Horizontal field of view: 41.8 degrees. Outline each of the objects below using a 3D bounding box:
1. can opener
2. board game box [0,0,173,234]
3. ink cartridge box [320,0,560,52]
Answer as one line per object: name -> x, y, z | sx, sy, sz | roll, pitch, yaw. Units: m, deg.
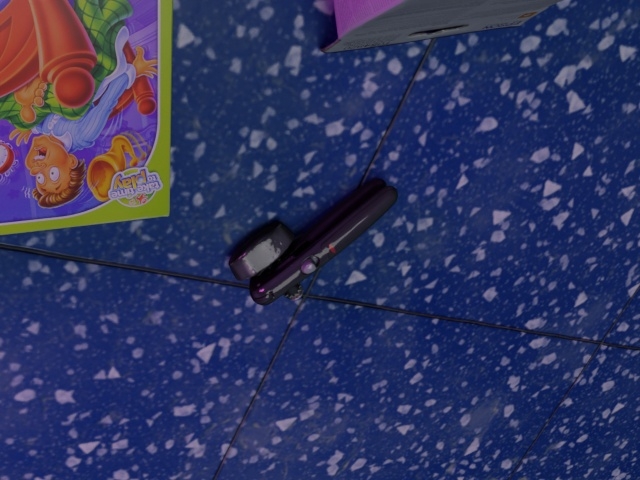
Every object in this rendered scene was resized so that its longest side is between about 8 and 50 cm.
can opener -> 0.000, 0.000, 0.848 | 0.186, 0.059, 0.073 | -32, 130, -2
board game box -> -0.287, -0.116, 0.612 | 0.347, 0.078, 0.233 | -8, 125, -22
ink cartridge box -> 0.131, -0.212, 0.694 | 0.223, 0.224, 0.045 | -13, 94, -20
